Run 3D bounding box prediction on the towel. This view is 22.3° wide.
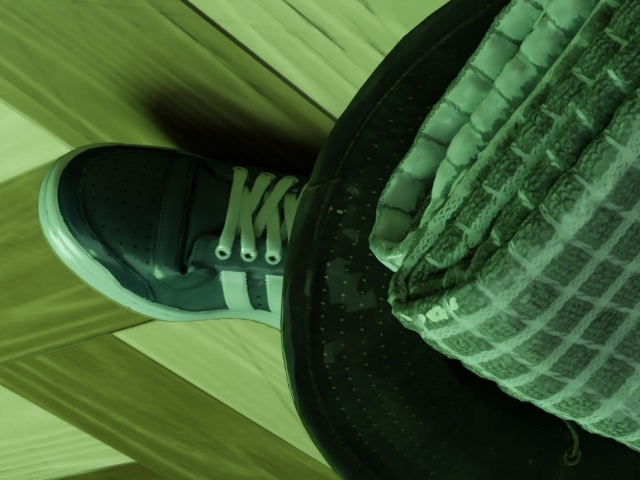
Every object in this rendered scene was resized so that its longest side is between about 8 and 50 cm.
[{"bbox_3d":[0.189,-0.036,0.598,0.235,0.121,0.283,28,112,-23],"label":"towel"}]

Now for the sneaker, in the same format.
[{"bbox_3d":[0.000,0.000,0.877,0.282,0.099,0.153,22,155,-27],"label":"sneaker"}]

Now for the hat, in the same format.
[{"bbox_3d":[0.133,-0.003,0.755,0.331,0.134,0.331,-5,114,-11],"label":"hat"}]
